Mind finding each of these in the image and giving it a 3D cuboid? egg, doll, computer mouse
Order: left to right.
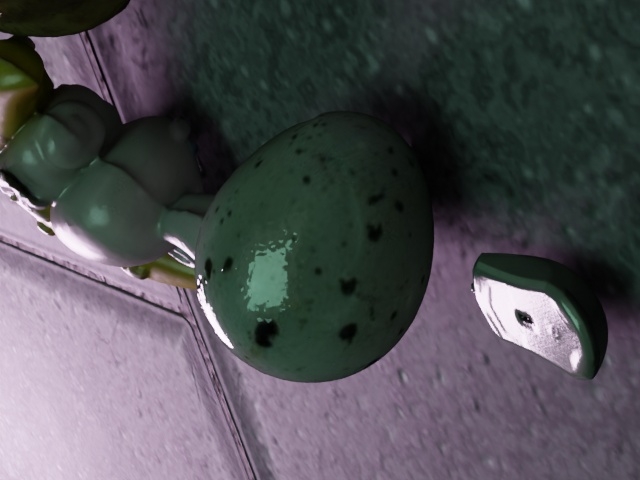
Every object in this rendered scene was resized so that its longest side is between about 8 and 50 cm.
[{"bbox_3d":[-0.140,-0.043,1.007,0.237,0.111,0.252,43,162,-11],"label":"doll"},{"bbox_3d":[0.000,0.000,0.822,0.131,0.131,0.164,42,125,27],"label":"egg"},{"bbox_3d":[0.114,0.032,0.771,0.110,0.032,0.056,24,138,61],"label":"computer mouse"}]

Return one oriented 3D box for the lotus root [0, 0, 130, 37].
[{"bbox_3d":[-0.175,-0.188,0.913,0.214,0.138,0.138,19,135,33],"label":"lotus root"}]
